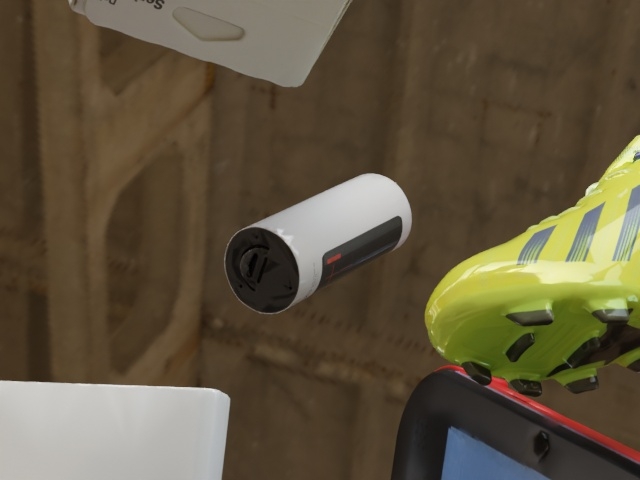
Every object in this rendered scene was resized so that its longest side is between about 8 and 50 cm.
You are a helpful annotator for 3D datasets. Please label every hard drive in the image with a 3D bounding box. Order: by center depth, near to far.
[{"bbox_3d":[-0.178,0.257,1.098,0.203,0.308,0.040,0,-17,20],"label":"hard drive"}]

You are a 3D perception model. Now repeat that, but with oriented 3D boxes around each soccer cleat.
[{"bbox_3d":[0.168,0.002,0.828,0.121,0.289,0.093,65,-31,24],"label":"soccer cleat"}]

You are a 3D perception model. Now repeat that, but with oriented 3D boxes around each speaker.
[{"bbox_3d":[0.000,0.000,0.941,0.055,0.136,0.055,11,-69,30],"label":"speaker"}]

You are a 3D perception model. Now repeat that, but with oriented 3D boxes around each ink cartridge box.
[{"bbox_3d":[-0.078,-0.197,0.915,0.153,0.208,0.087,15,-58,-29],"label":"ink cartridge box"}]

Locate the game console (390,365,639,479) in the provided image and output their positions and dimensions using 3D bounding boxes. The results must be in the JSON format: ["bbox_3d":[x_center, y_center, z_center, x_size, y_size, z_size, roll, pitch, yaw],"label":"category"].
[{"bbox_3d":[0.116,0.269,0.880,0.060,0.386,0.342,11,-86,-21],"label":"game console"}]
